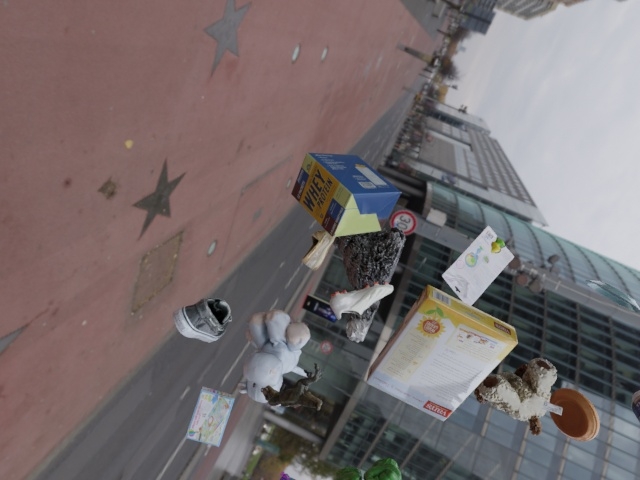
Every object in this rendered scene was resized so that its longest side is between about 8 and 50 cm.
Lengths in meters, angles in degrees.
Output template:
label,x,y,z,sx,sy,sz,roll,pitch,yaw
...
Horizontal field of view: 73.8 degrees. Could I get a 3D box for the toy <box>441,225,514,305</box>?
label,x,y,z,sx,sy,sz,roll,pitch,yaw
toy,0.489,0.081,1.346,0.237,0.137,0.056,-42,-173,-12

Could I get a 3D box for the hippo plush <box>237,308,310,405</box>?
label,x,y,z,sx,sy,sz,roll,pitch,yaw
hippo plush,-0.182,0.387,1.369,0.236,0.234,0.294,-50,154,-47

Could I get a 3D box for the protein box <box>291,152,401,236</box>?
label,x,y,z,sx,sy,sz,roll,pitch,yaw
protein box,0.069,-0.131,1.173,0.199,0.201,0.136,-8,133,-42

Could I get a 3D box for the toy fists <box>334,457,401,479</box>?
label,x,y,z,sx,sy,sz,roll,pitch,yaw
toy fists,0.166,0.906,1.586,0.142,0.279,0.096,-69,138,-73

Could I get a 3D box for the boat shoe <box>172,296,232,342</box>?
label,x,y,z,sx,sy,sz,roll,pitch,yaw
boat shoe,-0.327,0.239,1.304,0.119,0.121,0.335,-25,171,-1

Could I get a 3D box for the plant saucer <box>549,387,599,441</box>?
label,x,y,z,sx,sy,sz,roll,pitch,yaw
plant saucer,0.981,0.683,1.668,0.200,0.037,0.200,15,-74,62

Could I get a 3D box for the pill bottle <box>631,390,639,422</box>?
label,x,y,z,sx,sy,sz,roll,pitch,yaw
pill bottle,0.698,0.361,0.892,0.120,0.067,0.067,-13,128,-66

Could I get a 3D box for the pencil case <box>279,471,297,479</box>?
label,x,y,z,sx,sy,sz,roll,pitch,yaw
pencil case,-0.062,0.778,1.317,0.064,0.151,0.070,-18,109,-55

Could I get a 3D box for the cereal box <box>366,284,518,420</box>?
label,x,y,z,sx,sy,sz,roll,pitch,yaw
cereal box,0.212,0.214,0.783,0.240,0.173,0.047,-63,180,31

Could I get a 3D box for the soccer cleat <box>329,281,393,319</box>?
label,x,y,z,sx,sy,sz,roll,pitch,yaw
soccer cleat,0.119,0.168,1.190,0.068,0.196,0.076,129,-52,-64

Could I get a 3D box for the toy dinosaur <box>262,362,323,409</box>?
label,x,y,z,sx,sy,sz,roll,pitch,yaw
toy dinosaur,-0.046,0.378,1.085,0.268,0.064,0.118,-22,-157,52

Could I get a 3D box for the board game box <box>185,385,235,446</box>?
label,x,y,z,sx,sy,sz,roll,pitch,yaw
board game box,-0.328,0.527,1.275,0.026,0.103,0.154,-142,-109,-83

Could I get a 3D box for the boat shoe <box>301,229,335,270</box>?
label,x,y,z,sx,sy,sz,roll,pitch,yaw
boat shoe,0.000,0.000,1.198,0.170,0.059,0.063,-64,-167,-23

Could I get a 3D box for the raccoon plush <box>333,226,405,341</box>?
label,x,y,z,sx,sy,sz,roll,pitch,yaw
raccoon plush,0.082,0.060,1.362,0.216,0.299,0.446,99,18,-44

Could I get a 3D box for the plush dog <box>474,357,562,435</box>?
label,x,y,z,sx,sy,sz,roll,pitch,yaw
plush dog,0.659,0.520,1.451,0.225,0.262,0.211,119,-48,-86

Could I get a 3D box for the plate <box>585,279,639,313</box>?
label,x,y,z,sx,sy,sz,roll,pitch,yaw
plate,1.004,0.184,1.455,0.024,0.188,0.188,-56,176,6
